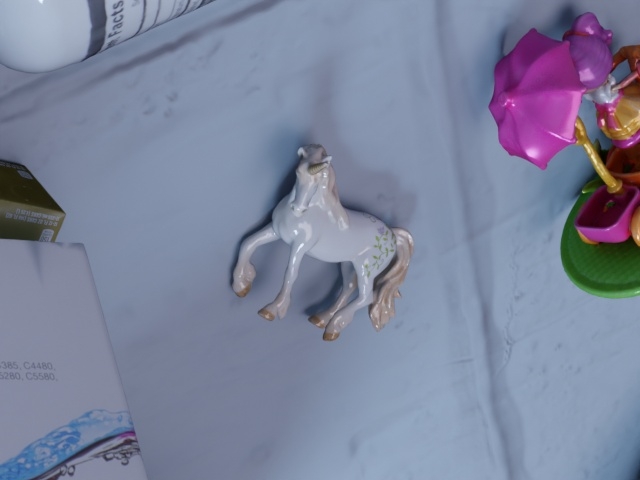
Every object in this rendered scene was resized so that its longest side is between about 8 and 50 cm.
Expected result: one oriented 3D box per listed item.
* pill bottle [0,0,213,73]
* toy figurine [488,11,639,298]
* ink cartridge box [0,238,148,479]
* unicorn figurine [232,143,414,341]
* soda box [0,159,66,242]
[{"bbox_3d":[-0.101,-0.184,0.881,0.318,0.176,0.176,-26,129,-18],"label":"pill bottle"},{"bbox_3d":[0.178,-0.079,1.195,0.159,0.130,0.173,46,66,-33],"label":"toy figurine"},{"bbox_3d":[-0.209,0.157,0.917,0.197,0.270,0.198,3,147,-37],"label":"ink cartridge box"},{"bbox_3d":[0.000,0.000,1.151,0.162,0.060,0.111,14,109,-56],"label":"unicorn figurine"},{"bbox_3d":[-0.227,-0.018,0.974,0.181,0.061,0.058,11,111,-38],"label":"soda box"}]
